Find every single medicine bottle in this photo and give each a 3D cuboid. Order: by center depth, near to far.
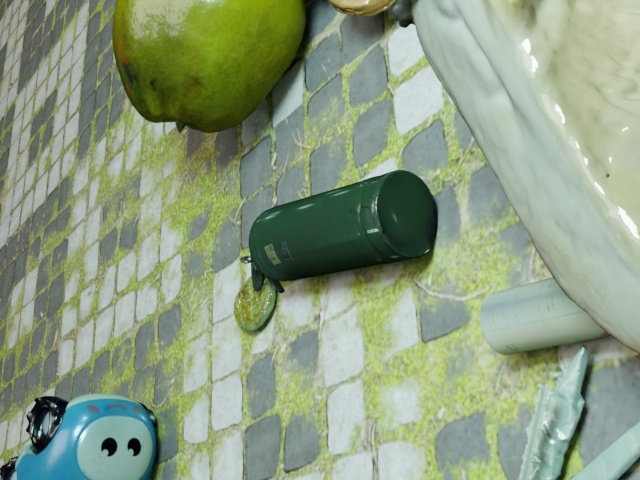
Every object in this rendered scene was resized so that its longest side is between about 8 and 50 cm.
[{"bbox_3d":[0.232,0.047,0.697,0.231,0.059,0.059,-21,59,50],"label":"medicine bottle"}]

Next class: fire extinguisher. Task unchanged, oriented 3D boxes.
[{"bbox_3d":[0.000,0.000,1.016,0.311,0.095,0.114,-10,101,51],"label":"fire extinguisher"}]

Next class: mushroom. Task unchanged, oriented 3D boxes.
[{"bbox_3d":[0.264,-0.117,0.602,0.224,0.314,0.397,79,171,-62],"label":"mushroom"}]

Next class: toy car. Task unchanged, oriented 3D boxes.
[{"bbox_3d":[-0.338,0.349,1.261,0.190,0.188,0.255,47,112,43],"label":"toy car"}]

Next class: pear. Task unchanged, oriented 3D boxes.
[{"bbox_3d":[-0.157,-0.307,1.226,0.269,0.269,0.321,27,97,55],"label":"pear"}]

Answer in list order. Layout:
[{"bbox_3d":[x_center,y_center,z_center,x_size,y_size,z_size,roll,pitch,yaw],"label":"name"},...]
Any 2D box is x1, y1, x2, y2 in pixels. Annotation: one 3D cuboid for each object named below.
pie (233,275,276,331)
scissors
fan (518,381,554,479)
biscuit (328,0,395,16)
[{"bbox_3d":[-0.087,0.085,1.164,0.084,0.021,0.084,-26,54,42],"label":"pie"},{"bbox_3d":[0.164,0.267,0.727,0.383,0.029,0.256,-62,36,15],"label":"scissors"},{"bbox_3d":[0.150,0.276,0.705,0.191,0.009,0.329,9,87,53],"label":"fan"},{"bbox_3d":[0.038,-0.427,1.111,0.216,0.047,0.339,-19,59,23],"label":"biscuit"}]
